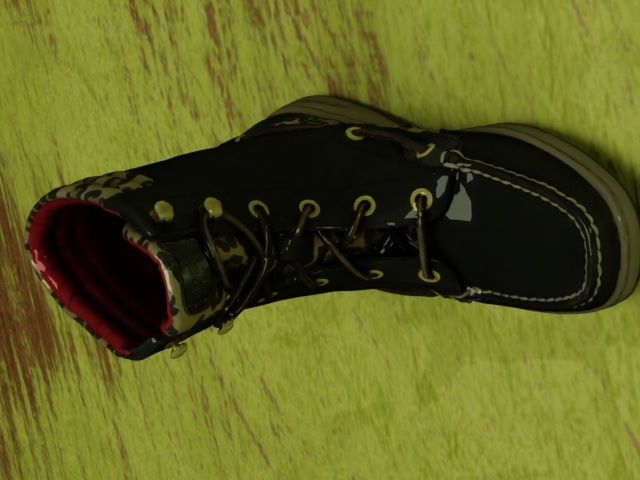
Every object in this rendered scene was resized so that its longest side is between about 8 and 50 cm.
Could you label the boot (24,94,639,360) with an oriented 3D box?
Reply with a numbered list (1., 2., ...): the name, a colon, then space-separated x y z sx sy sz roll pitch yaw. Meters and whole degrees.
1. boot: 0.000 0.000 1.133 0.377 0.284 0.138 23 123 44
